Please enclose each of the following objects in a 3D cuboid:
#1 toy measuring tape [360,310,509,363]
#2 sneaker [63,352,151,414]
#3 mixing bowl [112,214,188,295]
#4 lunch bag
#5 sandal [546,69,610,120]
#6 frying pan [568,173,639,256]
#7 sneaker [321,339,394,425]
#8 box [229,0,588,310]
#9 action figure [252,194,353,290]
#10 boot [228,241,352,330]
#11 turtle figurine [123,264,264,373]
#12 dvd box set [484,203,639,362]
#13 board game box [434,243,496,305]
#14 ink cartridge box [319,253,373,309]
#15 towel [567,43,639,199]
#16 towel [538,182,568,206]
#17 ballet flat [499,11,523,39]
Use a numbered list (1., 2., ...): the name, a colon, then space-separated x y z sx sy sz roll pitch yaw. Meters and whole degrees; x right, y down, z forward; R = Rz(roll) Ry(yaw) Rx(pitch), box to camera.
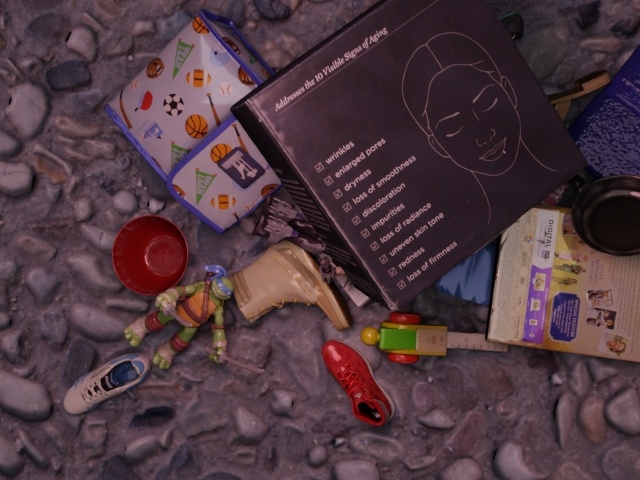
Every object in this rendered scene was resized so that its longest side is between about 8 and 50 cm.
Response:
1. toy measuring tape: 0.244 0.214 1.895 0.330 0.121 0.121 3 88 -13
2. sneaker: -0.503 0.331 2.005 0.237 0.086 0.085 -30 85 8
3. mixing bowl: -0.375 0.035 1.988 0.182 0.098 0.181 0 88 10
4. lunch bag: -0.223 -0.253 1.902 0.328 0.239 0.385 -39 88 16
5. sandal: 0.515 -0.281 1.861 0.240 0.088 0.079 -23 105 12
6. frying pan: 0.556 -0.067 1.775 0.326 0.053 0.197 21 68 29
7. sneaker: 0.079 0.309 1.886 0.087 0.128 0.221 -45 82 5
8. box: 0.161 -0.205 1.677 0.480 0.297 0.471 -36 103 -7
9. action figure: 0.000 0.000 1.870 0.285 0.099 0.185 21 52 -7
10. boot: -0.070 0.134 1.933 0.203 0.095 0.262 -37 79 5
11. turtle figurine: -0.300 0.201 1.887 0.266 0.198 0.274 -33 57 29
12. dvd box set: 0.576 0.091 1.824 0.421 0.062 0.307 7 88 4
13. board game box: 0.329 0.065 1.904 0.169 0.033 0.133 17 86 5
14. ink cartridge box: 0.093 0.044 1.949 0.145 0.045 0.179 -40 64 6
15. towel: 0.685 -0.248 1.841 0.228 0.076 0.308 42 95 16
16. towel: 0.437 -0.090 1.893 0.144 0.029 0.197 33 93 10
17. ballet flat: 0.351 -0.440 1.902 0.203 0.074 0.074 -17 85 6
